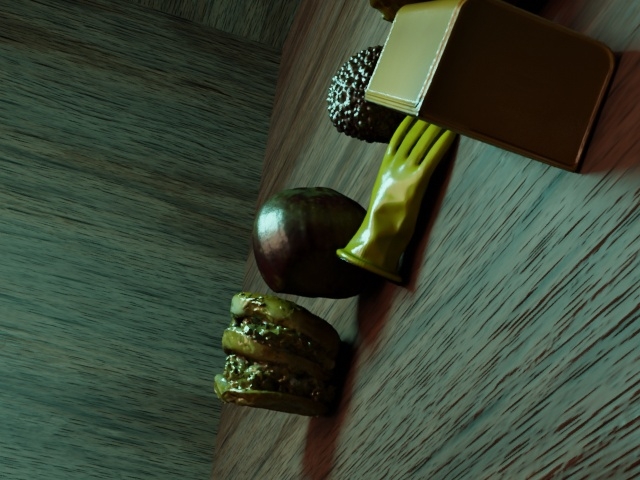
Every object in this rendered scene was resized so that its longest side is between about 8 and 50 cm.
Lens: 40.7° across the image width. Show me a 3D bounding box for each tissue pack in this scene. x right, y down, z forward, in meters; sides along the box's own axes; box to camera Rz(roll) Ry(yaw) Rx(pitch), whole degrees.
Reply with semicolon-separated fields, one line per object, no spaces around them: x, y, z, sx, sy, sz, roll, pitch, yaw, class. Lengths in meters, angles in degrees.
0.188;-0.190;1.015;0.274;0.195;0.145;-124;55;-73;tissue pack

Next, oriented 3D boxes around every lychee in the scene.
0.101;-0.256;1.523;0.188;0.188;0.188;-164;90;-78;lychee

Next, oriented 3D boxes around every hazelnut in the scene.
0.000;0.000;1.527;0.218;0.234;0.217;-18;67;48;hazelnut

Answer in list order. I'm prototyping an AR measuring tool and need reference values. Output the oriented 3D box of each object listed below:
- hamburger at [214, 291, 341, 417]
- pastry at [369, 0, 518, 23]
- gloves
-0.078;0.218;1.595;0.260;0.245;0.211;37;-114;-61;hamburger
0.151;-0.454;1.133;0.405;0.338;0.292;125;154;-57;pastry
0.137;-0.084;1.380;0.133;0.116;0.294;26;92;50;gloves
